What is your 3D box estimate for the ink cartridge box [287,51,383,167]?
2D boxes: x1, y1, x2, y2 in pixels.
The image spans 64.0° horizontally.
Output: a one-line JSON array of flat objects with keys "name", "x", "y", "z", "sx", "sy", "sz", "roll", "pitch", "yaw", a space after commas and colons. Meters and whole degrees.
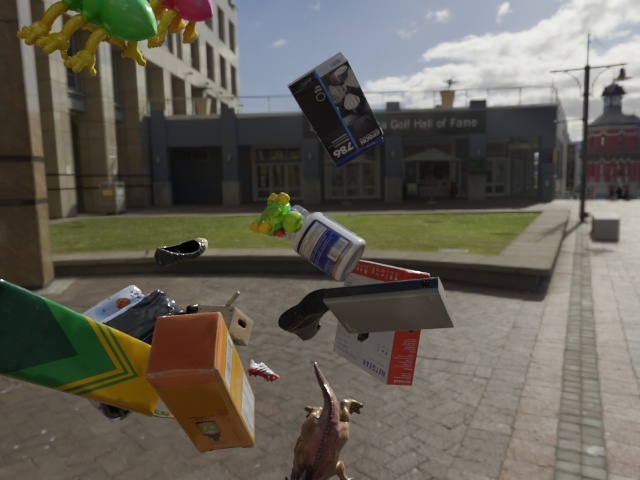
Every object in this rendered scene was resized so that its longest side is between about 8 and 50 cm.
[{"name": "ink cartridge box", "x": 0.060, "y": -0.329, "z": 1.397, "sx": 0.166, "sy": 0.332, "sz": 0.065, "roll": -32, "pitch": 47, "yaw": 7}]

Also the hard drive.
[{"name": "hard drive", "x": 0.083, "y": 0.080, "z": 0.611, "sx": 0.135, "sy": 0.022, "sz": 0.094, "roll": -8, "pitch": -37, "yaw": 22}]

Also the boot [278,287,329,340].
[{"name": "boot", "x": -0.009, "y": 0.221, "z": 1.513, "sx": 0.198, "sy": 0.076, "sz": 0.137, "roll": -28, "pitch": -40, "yaw": 14}]

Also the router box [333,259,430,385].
[{"name": "router box", "x": 0.164, "y": 0.218, "z": 1.469, "sx": 0.082, "sy": 0.300, "sz": 0.335, "roll": 10, "pitch": -1, "yaw": -23}]

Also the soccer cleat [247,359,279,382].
[{"name": "soccer cleat", "x": -0.124, "y": 0.285, "z": 1.119, "sx": 0.083, "sy": 0.035, "sz": 0.029, "roll": 27, "pitch": -50, "yaw": -34}]

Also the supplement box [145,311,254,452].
[{"name": "supplement box", "x": -0.135, "y": 0.182, "z": 0.625, "sx": 0.078, "sy": 0.233, "sz": 0.080, "roll": -5, "pitch": 47, "yaw": 0}]

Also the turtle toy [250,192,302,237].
[{"name": "turtle toy", "x": -0.082, "y": -0.043, "z": 1.039, "sx": 0.066, "sy": 0.095, "sz": 0.130, "roll": 37, "pitch": -13, "yaw": -24}]

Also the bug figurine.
[{"name": "bug figurine", "x": -0.192, "y": -0.222, "z": 0.382, "sx": 0.216, "sy": 0.072, "sz": 0.279, "roll": 35, "pitch": 27, "yaw": -9}]

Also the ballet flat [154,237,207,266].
[{"name": "ballet flat", "x": -0.357, "y": 0.024, "z": 1.336, "sx": 0.058, "sy": 0.049, "sz": 0.173, "roll": 32, "pitch": 31, "yaw": 21}]

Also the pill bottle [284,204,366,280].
[{"name": "pill bottle", "x": 0.000, "y": 0.000, "z": 1.185, "sx": 0.187, "sy": 0.111, "sz": 0.112, "roll": 34, "pitch": 19, "yaw": 16}]

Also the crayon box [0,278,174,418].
[{"name": "crayon box", "x": -0.319, "y": 0.124, "z": 0.595, "sx": 0.203, "sy": 0.081, "sz": 0.318, "roll": 7, "pitch": -24, "yaw": 25}]

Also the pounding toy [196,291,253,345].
[{"name": "pounding toy", "x": -0.249, "y": 0.204, "z": 1.335, "sx": 0.130, "sy": 0.100, "sz": 0.141, "roll": 0, "pitch": -29, "yaw": 22}]

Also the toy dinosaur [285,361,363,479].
[{"name": "toy dinosaur", "x": -0.004, "y": 0.379, "z": 0.908, "sx": 0.127, "sy": 0.295, "sz": 0.200, "roll": 9, "pitch": -2, "yaw": 15}]

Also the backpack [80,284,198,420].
[{"name": "backpack", "x": -0.421, "y": 0.251, "z": 1.116, "sx": 0.213, "sy": 0.263, "sz": 0.277, "roll": 36, "pitch": 46, "yaw": 26}]
